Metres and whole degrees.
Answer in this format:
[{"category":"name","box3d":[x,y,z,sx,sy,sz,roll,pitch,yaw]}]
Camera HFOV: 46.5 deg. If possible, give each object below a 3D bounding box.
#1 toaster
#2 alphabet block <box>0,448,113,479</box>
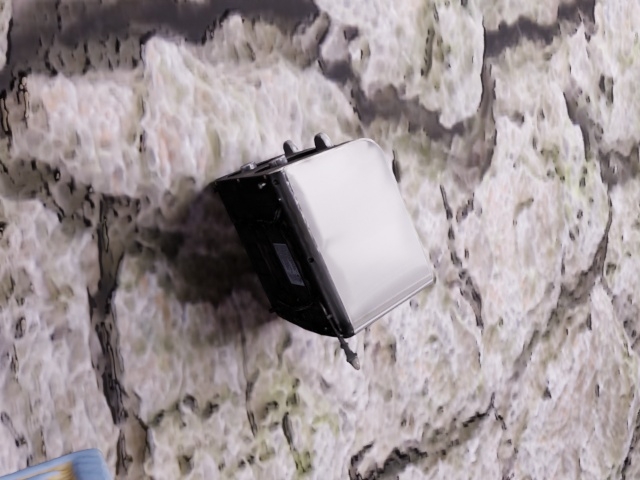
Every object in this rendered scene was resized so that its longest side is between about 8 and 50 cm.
[{"category":"toaster","box3d":[0.000,0.000,0.682,0.110,0.168,0.185,-28,102,-21]},{"category":"alphabet block","box3d":[-0.236,0.307,0.585,0.194,0.192,0.197,-13,97,-20]}]
